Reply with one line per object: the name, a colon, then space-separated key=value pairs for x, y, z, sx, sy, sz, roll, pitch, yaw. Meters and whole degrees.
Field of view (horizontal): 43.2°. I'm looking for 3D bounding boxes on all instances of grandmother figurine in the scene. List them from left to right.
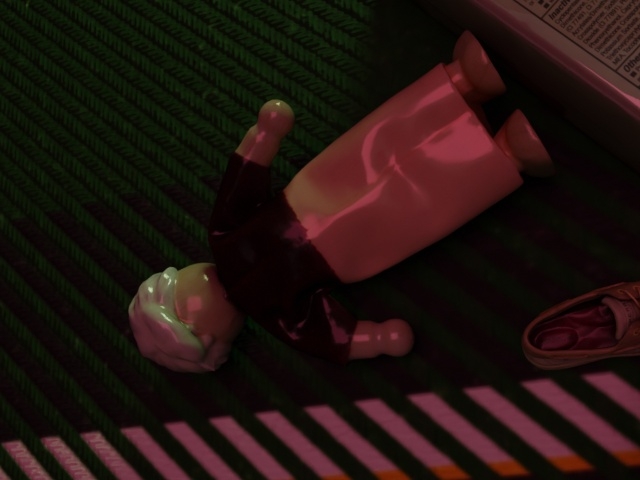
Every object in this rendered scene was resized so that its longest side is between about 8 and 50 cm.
grandmother figurine: x=0.000 y=0.000 z=0.605 sx=0.342 sy=0.104 sz=0.208 roll=-31 pitch=75 yaw=14

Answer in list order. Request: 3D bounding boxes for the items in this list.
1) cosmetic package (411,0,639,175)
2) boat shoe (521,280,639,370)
cosmetic package: x=0.165 y=-0.199 z=0.574 sx=0.153 sy=0.129 sz=0.296 roll=-46 pitch=65 yaw=6
boat shoe: x=0.199 y=0.054 z=0.536 sx=0.135 sy=0.045 sz=0.050 roll=-24 pitch=68 yaw=14
